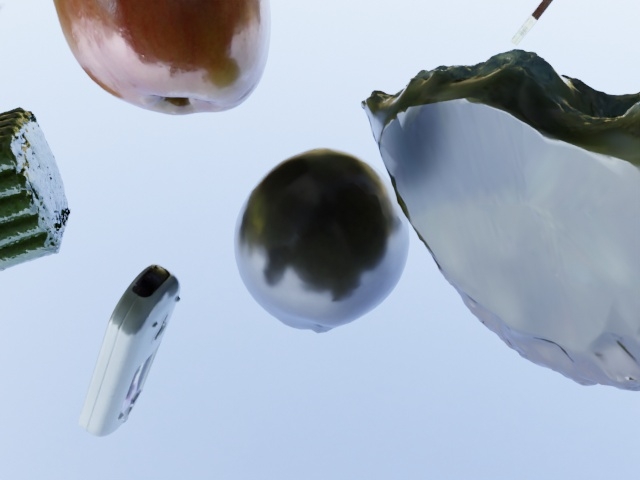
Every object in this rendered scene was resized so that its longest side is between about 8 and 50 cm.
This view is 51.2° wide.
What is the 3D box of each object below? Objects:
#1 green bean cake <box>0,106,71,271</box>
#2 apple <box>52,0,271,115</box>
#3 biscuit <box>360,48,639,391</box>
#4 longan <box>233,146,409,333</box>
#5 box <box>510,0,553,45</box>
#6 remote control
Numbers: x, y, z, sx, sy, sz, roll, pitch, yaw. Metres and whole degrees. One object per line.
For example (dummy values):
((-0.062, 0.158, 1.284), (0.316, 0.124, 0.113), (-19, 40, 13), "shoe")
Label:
((-0.459, -0.081, 0.999), (0.113, 0.200, 0.214), (-14, -147, -7), "green bean cake")
((-0.172, -0.260, 0.745), (0.242, 0.241, 0.242), (-13, -179, 0), "apple")
((0.165, -0.033, 0.494), (0.078, 0.335, 0.329), (-34, -98, -28), "biscuit")
((0.000, 0.000, 0.726), (0.196, 0.220, 0.197), (2, -109, -7), "longan")
((0.322, -0.337, 0.996), (0.015, 0.058, 0.093), (38, -118, 2), "box")
((-0.180, 0.110, 0.629), (0.042, 0.221, 0.078), (32, -143, 2), "remote control")
